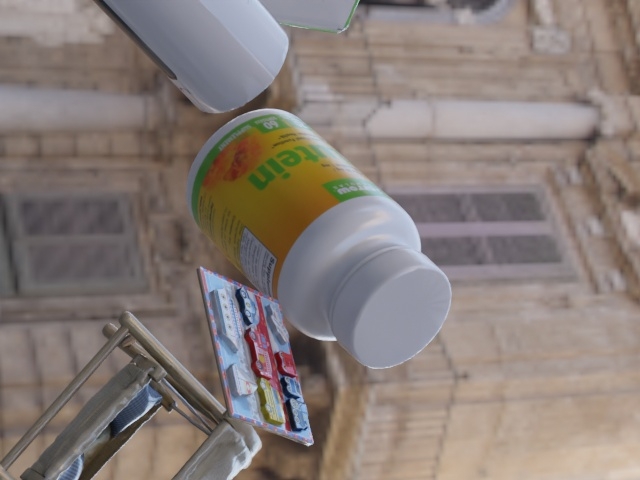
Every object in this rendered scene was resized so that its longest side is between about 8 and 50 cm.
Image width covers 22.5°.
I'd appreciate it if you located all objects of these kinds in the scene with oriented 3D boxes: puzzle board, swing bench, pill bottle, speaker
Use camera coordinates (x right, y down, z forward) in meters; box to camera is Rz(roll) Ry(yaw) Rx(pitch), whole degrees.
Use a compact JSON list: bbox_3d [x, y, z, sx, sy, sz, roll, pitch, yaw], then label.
[{"bbox_3d":[-0.047,0.086,1.208,0.011,0.096,0.128,-32,-125,25],"label":"puzzle board"},{"bbox_3d":[-0.236,0.267,1.953,0.255,0.253,0.165,42,-16,-6],"label":"swing bench"},{"bbox_3d":[0.000,0.000,1.386,0.246,0.136,0.136,43,-49,41],"label":"pill bottle"},{"bbox_3d":[-0.070,-0.114,0.682,0.055,0.136,0.055,-20,-132,24],"label":"speaker"}]

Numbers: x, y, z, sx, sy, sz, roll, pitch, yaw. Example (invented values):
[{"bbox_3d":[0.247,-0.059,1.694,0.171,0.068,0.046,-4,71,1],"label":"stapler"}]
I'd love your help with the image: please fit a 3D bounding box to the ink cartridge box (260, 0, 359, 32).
[{"bbox_3d":[-0.049,-0.292,1.054,0.273,0.115,0.198,54,-50,44],"label":"ink cartridge box"}]
